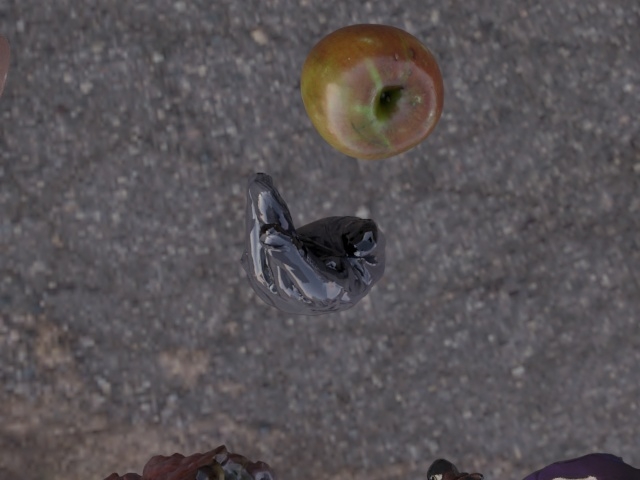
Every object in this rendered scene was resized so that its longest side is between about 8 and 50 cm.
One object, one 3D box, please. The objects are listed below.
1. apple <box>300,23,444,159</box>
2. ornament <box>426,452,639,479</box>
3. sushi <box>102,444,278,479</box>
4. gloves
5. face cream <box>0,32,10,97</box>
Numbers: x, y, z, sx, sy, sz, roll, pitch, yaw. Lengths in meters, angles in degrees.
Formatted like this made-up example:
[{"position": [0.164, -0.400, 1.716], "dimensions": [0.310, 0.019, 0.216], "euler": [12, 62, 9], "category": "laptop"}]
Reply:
[{"position": [0.068, -0.211, 1.971], "dimensions": [0.196, 0.196, 0.196], "euler": [-8, 140, -7], "category": "apple"}, {"position": [0.092, 0.110, 0.425], "dimensions": [0.088, 0.081, 0.203], "euler": [-27, -172, -20], "category": "ornament"}, {"position": [-0.115, 0.307, 1.111], "dimensions": [0.171, 0.270, 0.236], "euler": [-11, 122, 34], "category": "sushi"}, {"position": [0.003, 0.010, 1.237], "dimensions": [0.142, 0.119, 0.285], "euler": [-9, 166, 17], "category": "gloves"}, {"position": [-0.318, -0.118, 1.061], "dimensions": [0.104, 0.149, 0.149], "euler": [32, 122, -34], "category": "face cream"}]
